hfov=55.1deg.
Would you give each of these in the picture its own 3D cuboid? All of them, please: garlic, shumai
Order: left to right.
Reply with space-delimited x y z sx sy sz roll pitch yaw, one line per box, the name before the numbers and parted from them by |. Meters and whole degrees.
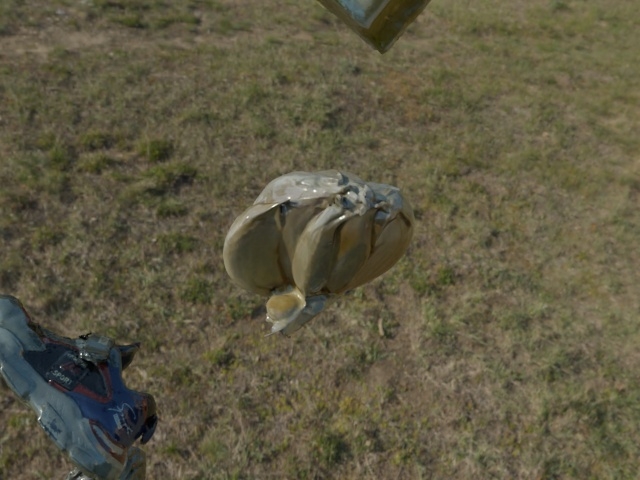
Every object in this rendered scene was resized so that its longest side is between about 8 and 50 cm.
shumai | -0.489 0.599 1.453 0.206 0.166 0.176 -19 38 -34
garlic | -0.001 -0.005 0.362 0.113 0.094 0.074 -9 41 -20

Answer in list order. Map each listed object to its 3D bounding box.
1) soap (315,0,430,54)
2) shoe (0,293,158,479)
soap | 0.056 -0.384 0.628 0.259 0.281 0.143 41 11 9
shoe | -0.242 0.125 0.614 0.126 0.099 0.227 -37 82 -26
